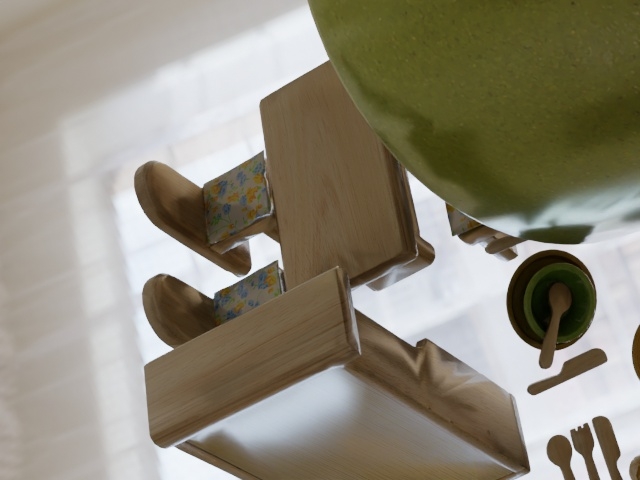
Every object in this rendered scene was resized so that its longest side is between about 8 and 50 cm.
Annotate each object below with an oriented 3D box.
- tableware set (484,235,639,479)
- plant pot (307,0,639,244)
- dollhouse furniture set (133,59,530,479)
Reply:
[{"bbox_3d":[0.146,0.052,0.816,0.024,0.104,0.154,4,114,70],"label":"tableware set"},{"bbox_3d":[0.184,-0.146,0.645,0.293,0.275,0.274,-8,108,55],"label":"plant pot"},{"bbox_3d":[0.000,0.000,0.845,0.161,0.212,0.242,35,-144,-45],"label":"dollhouse furniture set"}]
